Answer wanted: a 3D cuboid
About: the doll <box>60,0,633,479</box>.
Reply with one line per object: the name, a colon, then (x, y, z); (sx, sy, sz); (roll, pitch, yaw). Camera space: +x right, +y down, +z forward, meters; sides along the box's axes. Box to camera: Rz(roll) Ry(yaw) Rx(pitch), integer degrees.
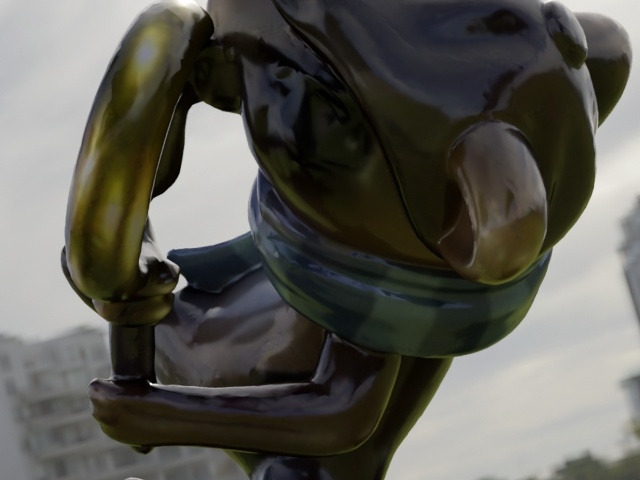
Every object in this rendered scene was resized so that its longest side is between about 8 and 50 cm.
doll: (-0.004, -0.002, 0.880); (0.318, 0.209, 0.340); (-45, -10, -42)
